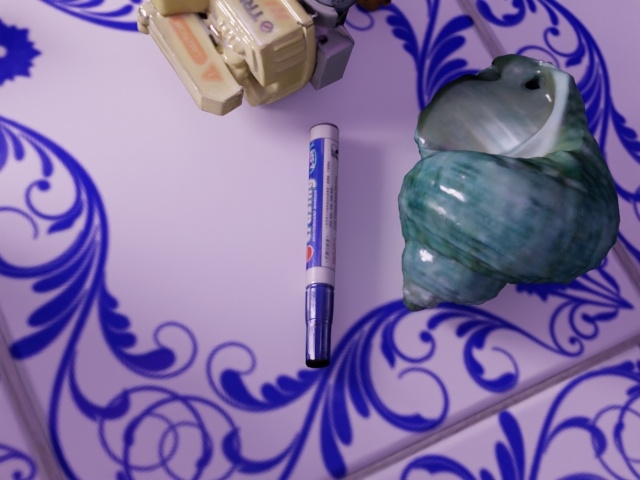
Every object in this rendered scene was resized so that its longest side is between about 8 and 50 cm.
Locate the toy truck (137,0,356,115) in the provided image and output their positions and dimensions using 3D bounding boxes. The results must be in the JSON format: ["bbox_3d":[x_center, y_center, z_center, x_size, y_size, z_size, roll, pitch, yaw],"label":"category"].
[{"bbox_3d":[-0.090,-0.230,0.848,0.157,0.124,0.272,-31,80,-17],"label":"toy truck"}]

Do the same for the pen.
[{"bbox_3d":[0.000,0.000,0.814,0.025,0.025,0.204,9,62,-13],"label":"pen"}]

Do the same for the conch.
[{"bbox_3d":[0.135,-0.032,0.816,0.202,0.134,0.196,-33,37,-23],"label":"conch"}]

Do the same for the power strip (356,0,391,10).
[{"bbox_3d":[-0.003,-0.269,0.933,0.178,0.049,0.028,37,54,3],"label":"power strip"}]
